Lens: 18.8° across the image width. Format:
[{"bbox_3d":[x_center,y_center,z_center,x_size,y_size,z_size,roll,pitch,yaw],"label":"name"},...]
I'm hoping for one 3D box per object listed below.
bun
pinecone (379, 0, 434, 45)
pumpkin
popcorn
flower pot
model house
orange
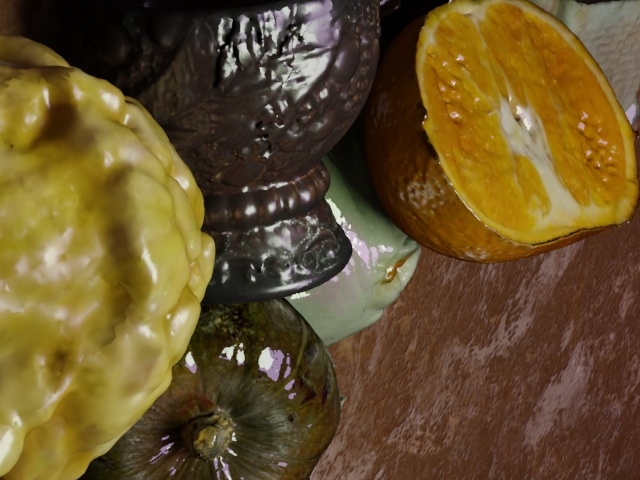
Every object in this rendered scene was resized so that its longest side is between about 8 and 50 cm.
[{"bbox_3d":[0.000,0.000,1.900,0.293,0.187,0.293,-27,126,-45],"label":"bun"},{"bbox_3d":[0.023,-0.282,1.826,0.204,0.179,0.184,62,29,-27],"label":"pinecone"},{"bbox_3d":[-0.110,0.149,1.745,0.260,0.189,0.260,-6,114,-14],"label":"pumpkin"},{"bbox_3d":[-0.277,0.032,1.365,0.390,0.344,0.354,-33,167,-18],"label":"popcorn"},{"bbox_3d":[-0.075,-0.101,1.651,0.266,0.266,0.267,-31,124,-46],"label":"flower pot"},{"bbox_3d":[0.219,-0.191,2.109,0.298,0.243,0.284,-15,125,-48],"label":"model house"},{"bbox_3d":[0.175,-0.102,1.820,0.310,0.274,0.274,-26,129,-21],"label":"orange"}]
